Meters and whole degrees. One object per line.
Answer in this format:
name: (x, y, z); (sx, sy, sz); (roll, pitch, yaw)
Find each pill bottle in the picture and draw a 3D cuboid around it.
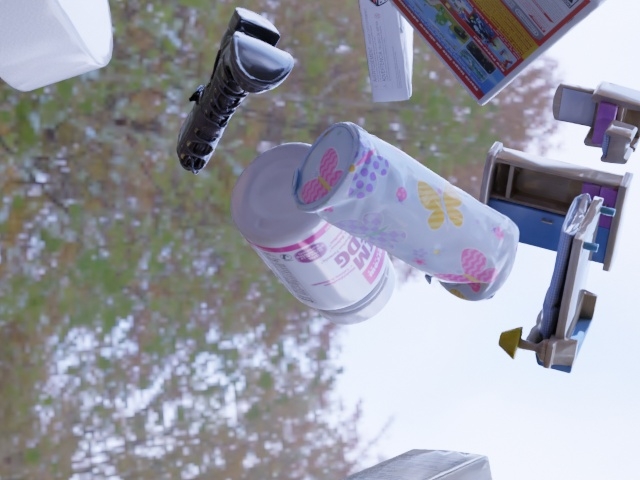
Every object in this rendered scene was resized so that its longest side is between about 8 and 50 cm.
pill bottle: (0.000, 0.000, 1.768); (0.160, 0.283, 0.160); (-11, -123, 18)

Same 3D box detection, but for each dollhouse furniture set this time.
dollhouse furniture set: (0.280, -0.030, 1.621); (0.198, 0.303, 0.286); (14, -58, 17)

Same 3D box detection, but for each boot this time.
boot: (-0.133, -0.190, 1.756); (0.229, 0.091, 0.263); (-59, -163, 21)

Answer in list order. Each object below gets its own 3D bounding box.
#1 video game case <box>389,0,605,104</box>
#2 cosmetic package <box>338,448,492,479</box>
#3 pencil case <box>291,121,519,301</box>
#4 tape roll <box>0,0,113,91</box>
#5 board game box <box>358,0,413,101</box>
video game case: (0.148, -0.255, 1.206); (0.204, 0.025, 0.285); (49, -19, 0)
cosmetic package: (0.079, 0.375, 1.613); (0.153, 0.296, 0.129); (-7, -84, 50)
pencil case: (0.100, -0.029, 1.428); (0.124, 0.273, 0.113); (-18, -130, 51)
tape roll: (-0.255, -0.307, 0.937); (0.392, 0.072, 0.392); (-17, 90, -88)
board game box: (0.087, -0.344, 1.622); (0.305, 0.053, 0.193); (-84, 167, -51)
